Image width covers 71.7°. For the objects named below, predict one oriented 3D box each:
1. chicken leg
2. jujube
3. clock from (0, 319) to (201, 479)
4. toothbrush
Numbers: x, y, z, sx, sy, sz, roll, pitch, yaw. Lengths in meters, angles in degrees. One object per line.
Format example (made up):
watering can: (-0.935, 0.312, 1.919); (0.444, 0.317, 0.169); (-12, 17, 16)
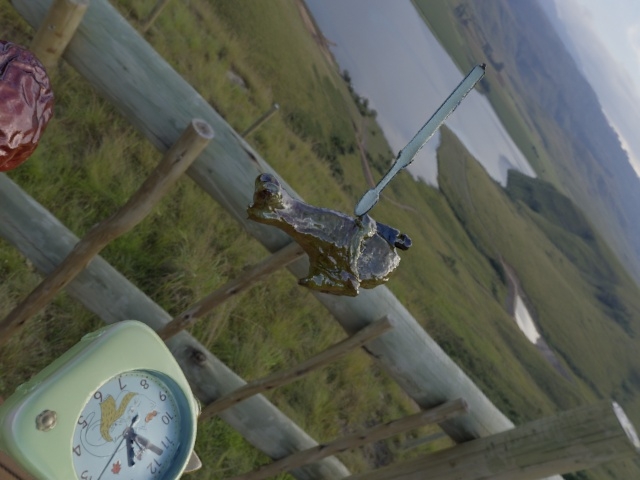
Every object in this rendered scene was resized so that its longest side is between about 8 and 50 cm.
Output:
chicken leg: (-0.001, 0.010, 0.939); (0.362, 0.211, 0.140); (20, 11, -21)
jujube: (-0.543, -0.223, 0.727); (0.174, 0.174, 0.250); (33, 42, -36)
clock: (-0.365, 0.349, 0.807); (0.348, 0.117, 0.286); (62, 36, -15)
toothbrush: (0.148, -0.150, 0.674); (0.026, 0.294, 0.028); (39, 11, -7)
